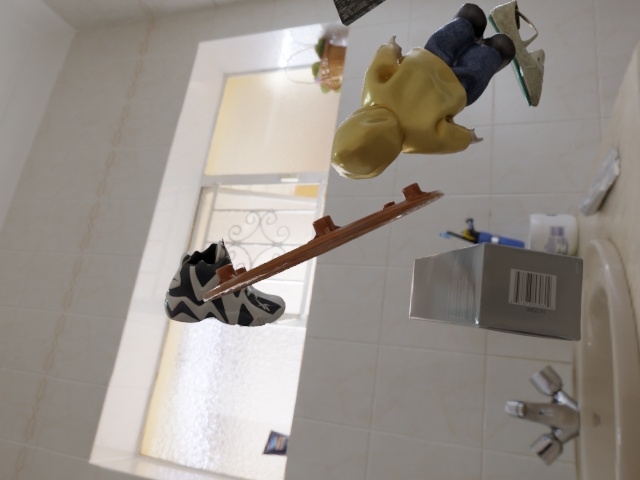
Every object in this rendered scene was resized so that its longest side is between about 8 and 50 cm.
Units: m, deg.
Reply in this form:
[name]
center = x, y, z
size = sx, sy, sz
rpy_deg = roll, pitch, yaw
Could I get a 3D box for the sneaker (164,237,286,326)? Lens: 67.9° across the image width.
[sneaker]
center = -0.162, 0.073, 0.891
size = 0.094, 0.235, 0.152
rpy_deg = -138, 59, -63

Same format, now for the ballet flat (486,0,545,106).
[ballet flat]
center = 0.296, -0.277, 0.691
size = 0.057, 0.053, 0.168
rpy_deg = 6, -118, -63

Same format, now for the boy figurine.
[boy figurine]
center = 0.127, -0.173, 0.606
size = 0.285, 0.177, 0.092
rpy_deg = -46, 0, -14

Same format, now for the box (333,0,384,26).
[box]
center = 0.060, -0.387, 0.740
size = 0.018, 0.083, 0.067
rpy_deg = -15, -97, -59

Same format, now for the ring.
[ring]
center = 0.000, 0.000, 0.628
size = 0.032, 0.337, 0.337
rpy_deg = 65, -158, 3

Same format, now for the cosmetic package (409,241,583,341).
[cosmetic package]
center = 0.214, 0.069, 0.630
size = 0.238, 0.127, 0.107
rpy_deg = 123, 154, -79
